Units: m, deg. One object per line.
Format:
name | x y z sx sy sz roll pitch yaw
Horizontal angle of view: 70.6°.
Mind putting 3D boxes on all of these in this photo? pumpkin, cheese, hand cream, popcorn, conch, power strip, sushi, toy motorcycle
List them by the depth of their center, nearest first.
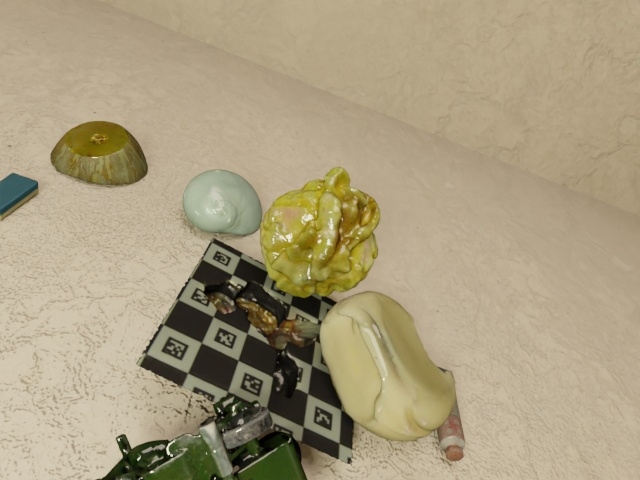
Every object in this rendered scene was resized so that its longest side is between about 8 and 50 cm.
toy motorcycle | -0.137 0.310 0.547 0.275 0.127 0.205 -21 89 -28
cheese | 0.117 0.212 0.795 0.233 0.127 0.266 19 39 -49
sushi | -0.100 0.182 0.796 0.343 0.064 0.359 29 28 -11
hand cream | 0.235 0.311 0.848 0.067 0.043 0.209 19 29 -6
popcorn | 0.000 0.000 0.867 0.259 0.259 0.212 22 45 -2
power strip | -0.621 -0.087 0.893 0.056 0.032 0.123 19 34 -5
conch | -0.220 -0.090 1.080 0.184 0.121 0.221 57 32 -4
pumpkin | -0.523 -0.225 1.083 0.218 0.110 0.217 16 40 -14
